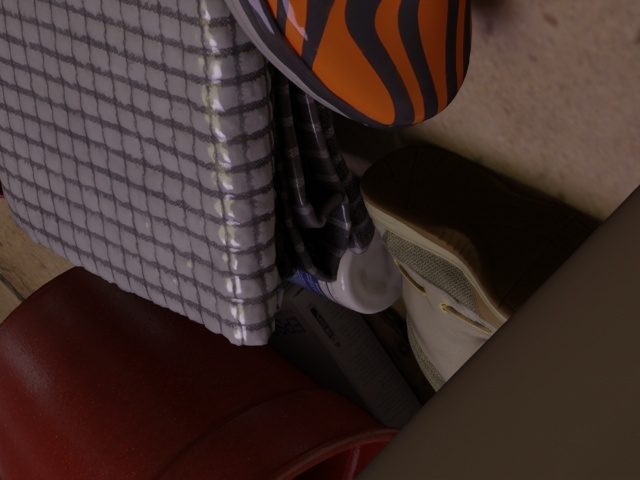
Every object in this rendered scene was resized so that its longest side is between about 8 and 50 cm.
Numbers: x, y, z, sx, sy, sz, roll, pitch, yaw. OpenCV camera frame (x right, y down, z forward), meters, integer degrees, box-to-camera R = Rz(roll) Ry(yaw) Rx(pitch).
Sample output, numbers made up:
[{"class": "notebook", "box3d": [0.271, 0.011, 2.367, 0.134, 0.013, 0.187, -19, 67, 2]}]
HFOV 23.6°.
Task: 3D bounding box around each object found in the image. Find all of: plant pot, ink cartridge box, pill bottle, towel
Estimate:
[{"class": "plant pot", "box3d": [-0.105, 0.164, 1.107, 0.265, 0.272, 0.272, 41, 156, 32]}, {"class": "ink cartridge box", "box3d": [0.001, 0.124, 1.215, 0.224, 0.045, 0.223, 54, 155, -13]}, {"class": "pill bottle", "box3d": [0.000, 0.000, 1.008, 0.120, 0.067, 0.067, 22, 145, 44]}, {"class": "towel", "box3d": [-0.100, -0.096, 0.932, 0.283, 0.121, 0.235, 21, 128, 42]}]

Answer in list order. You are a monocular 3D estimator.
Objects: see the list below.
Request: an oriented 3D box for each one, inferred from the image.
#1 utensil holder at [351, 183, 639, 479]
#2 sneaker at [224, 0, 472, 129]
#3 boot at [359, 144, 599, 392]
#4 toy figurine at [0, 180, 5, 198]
[{"class": "utensil holder", "box3d": [0.165, 0.154, 0.577, 0.327, 0.385, 0.328, 38, 154, 22]}, {"class": "sneaker", "box3d": [0.036, -0.166, 0.634, 0.180, 0.124, 0.321, 24, 146, 44]}, {"class": "boot", "box3d": [0.114, 0.053, 0.885, 0.213, 0.077, 0.165, 36, 153, 40]}, {"class": "toy figurine", "box3d": [-0.266, -0.103, 1.289, 0.173, 0.130, 0.159, -10, 137, 34]}]
